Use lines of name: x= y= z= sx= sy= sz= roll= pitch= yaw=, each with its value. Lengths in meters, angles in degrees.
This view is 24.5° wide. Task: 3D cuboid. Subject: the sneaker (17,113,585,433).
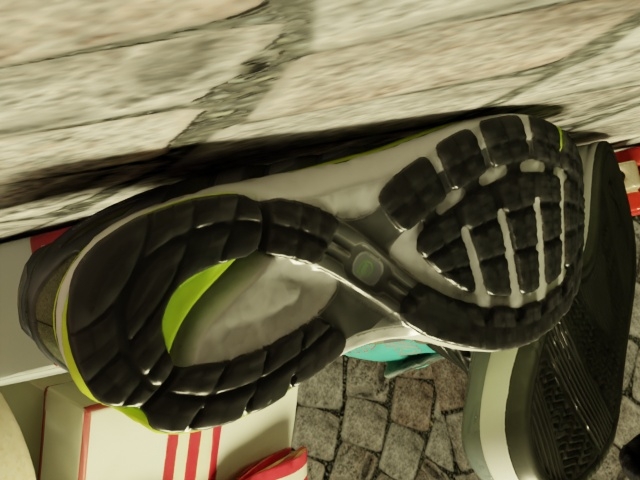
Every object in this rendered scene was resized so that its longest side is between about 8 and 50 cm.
sneaker: x=0.000 y=0.000 z=0.658 sx=0.300 sy=0.111 sz=0.121 roll=-9 pitch=-167 yaw=-36

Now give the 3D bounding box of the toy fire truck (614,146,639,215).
toy fire truck: x=0.213 y=-0.042 z=1.009 sx=0.135 sy=0.047 sz=0.192 roll=-8 pitch=174 yaw=-38

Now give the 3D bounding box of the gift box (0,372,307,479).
gift box: x=-0.162 y=0.199 z=1.181 sx=0.258 sy=0.276 sz=0.255 roll=19 pitch=-156 yaw=40

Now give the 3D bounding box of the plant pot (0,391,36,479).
plant pot: x=-0.370 y=0.194 z=0.964 sx=0.334 sy=0.333 sz=0.305 roll=-15 pitch=-173 yaw=44

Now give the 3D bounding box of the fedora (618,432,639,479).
fedora: x=0.230 y=-0.026 z=0.376 sx=0.334 sy=0.152 sz=0.334 roll=-12 pitch=177 yaw=-1

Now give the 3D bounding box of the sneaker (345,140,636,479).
sneaker: x=0.071 y=0.043 z=0.830 sx=0.178 sy=0.123 sz=0.295 roll=-11 pitch=-156 yaw=24

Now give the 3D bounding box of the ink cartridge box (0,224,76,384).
ink cartridge box: x=-0.166 y=0.041 z=0.807 sx=0.175 sy=0.072 sz=0.127 roll=-13 pitch=177 yaw=15
